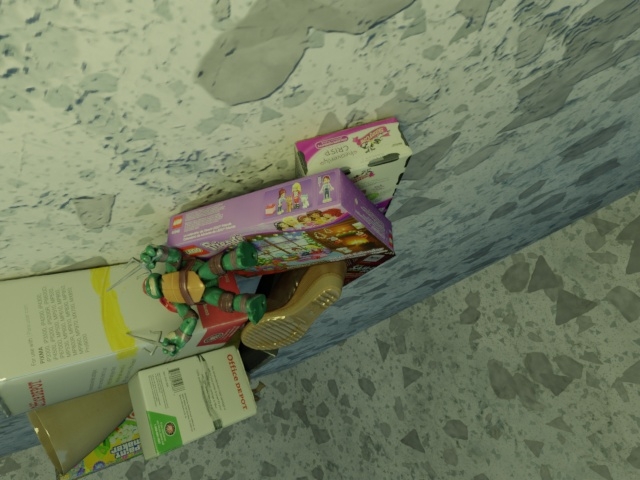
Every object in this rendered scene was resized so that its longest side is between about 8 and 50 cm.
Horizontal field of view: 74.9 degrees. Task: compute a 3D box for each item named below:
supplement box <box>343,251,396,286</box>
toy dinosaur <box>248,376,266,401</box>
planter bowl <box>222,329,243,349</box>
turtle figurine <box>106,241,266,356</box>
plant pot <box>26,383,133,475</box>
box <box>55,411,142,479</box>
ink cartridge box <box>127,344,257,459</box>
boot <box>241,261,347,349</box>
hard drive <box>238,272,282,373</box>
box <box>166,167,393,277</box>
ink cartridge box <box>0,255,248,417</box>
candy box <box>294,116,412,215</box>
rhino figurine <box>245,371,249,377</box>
[{"bbox_3d":[0.066,0.065,1.121,0.239,0.073,0.130,-36,156,32],"label":"supplement box"},{"bbox_3d":[-0.324,0.538,1.467,0.200,0.295,0.127,-52,143,-24],"label":"toy dinosaur"},{"bbox_3d":[-0.321,0.371,1.480,0.216,0.091,0.217,-17,161,-6],"label":"planter bowl"},{"bbox_3d":[-0.202,0.071,0.622,0.233,0.176,0.118,-8,-154,17],"label":"turtle figurine"},{"bbox_3d":[-0.652,0.460,1.194,0.273,0.257,0.256,-28,170,-44],"label":"plant pot"},{"bbox_3d":[-0.706,0.588,1.361,0.289,0.280,0.177,-5,155,-38],"label":"box"},{"bbox_3d":[-0.251,0.314,0.833,0.208,0.153,0.087,-5,154,-41],"label":"ink cartridge box"},{"bbox_3d":[-0.050,0.084,0.818,0.248,0.207,0.090,-36,120,22],"label":"boot"},{"bbox_3d":[-0.117,0.156,0.945,0.054,0.255,0.172,25,142,-17],"label":"hard drive"},{"bbox_3d":[-0.058,-0.009,0.651,0.292,0.057,0.201,-12,156,26],"label":"box"},{"bbox_3d":[-0.372,0.167,0.784,0.384,0.161,0.279,-9,157,-36],"label":"ink cartridge box"},{"bbox_3d":[0.041,-0.088,0.689,0.159,0.071,0.233,-16,161,-10],"label":"candy box"},{"bbox_3d":[-0.344,0.441,1.398,0.243,0.073,0.106,-23,142,14],"label":"rhino figurine"}]
